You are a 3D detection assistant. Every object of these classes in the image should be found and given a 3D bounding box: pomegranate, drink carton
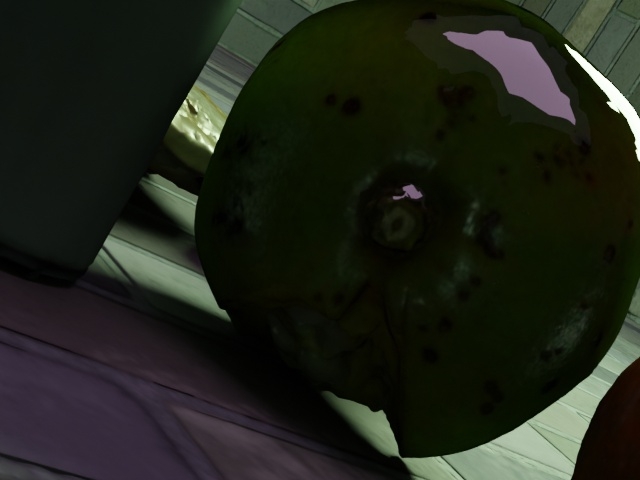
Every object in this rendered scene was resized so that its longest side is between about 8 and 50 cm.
[{"bbox_3d":[0.061,-0.004,0.725,0.236,0.236,0.302,35,-4,15],"label":"pomegranate"},{"bbox_3d":[-0.128,-0.104,0.613,0.191,0.190,0.185,28,9,-30],"label":"drink carton"}]

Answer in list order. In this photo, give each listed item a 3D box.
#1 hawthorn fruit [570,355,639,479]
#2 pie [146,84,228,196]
[{"bbox_3d":[0.247,0.093,0.625,0.210,0.262,0.210,30,10,-6],"label":"hawthorn fruit"},{"bbox_3d":[-0.166,-0.129,0.898,0.339,0.077,0.339,37,-3,2],"label":"pie"}]
